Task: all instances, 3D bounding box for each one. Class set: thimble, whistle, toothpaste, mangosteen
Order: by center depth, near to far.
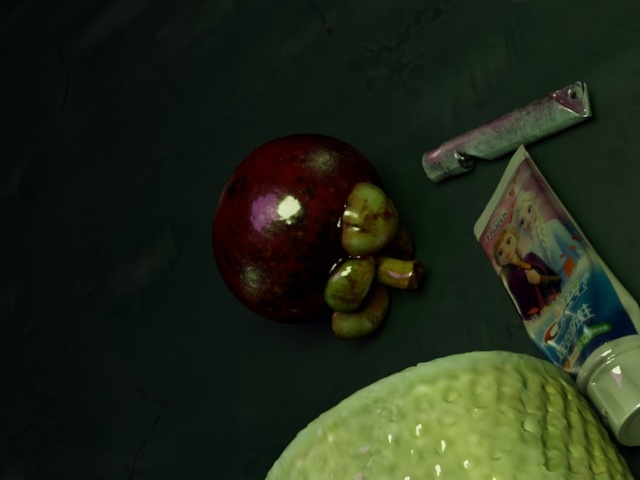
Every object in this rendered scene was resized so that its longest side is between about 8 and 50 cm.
[{"bbox_3d":[0.095,0.212,0.874,0.271,0.271,0.150,-51,43,27],"label":"thimble"},{"bbox_3d":[0.188,0.041,0.987,0.096,0.061,0.266,-63,35,32],"label":"toothpaste"},{"bbox_3d":[0.154,-0.088,1.079,0.176,0.033,0.033,-23,62,44],"label":"whistle"},{"bbox_3d":[0.000,0.000,1.141,0.200,0.200,0.200,-18,65,46],"label":"mangosteen"}]
